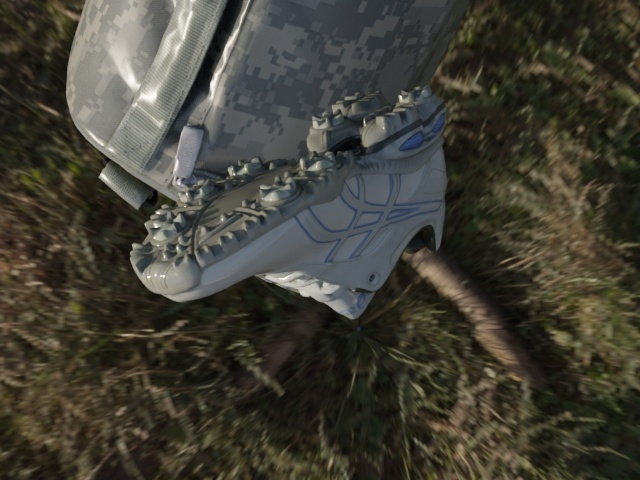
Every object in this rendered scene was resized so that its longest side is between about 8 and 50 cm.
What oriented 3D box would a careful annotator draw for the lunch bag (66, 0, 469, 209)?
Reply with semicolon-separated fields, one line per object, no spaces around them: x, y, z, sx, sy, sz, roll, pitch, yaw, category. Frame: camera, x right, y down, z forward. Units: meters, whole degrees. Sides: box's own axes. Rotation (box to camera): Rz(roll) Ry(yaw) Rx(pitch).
-0.016;-0.181;0.918;0.212;0.256;0.305;29;115;8;lunch bag

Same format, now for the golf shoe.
0.000;0.000;0.656;0.176;0.069;0.086;-30;114;-42;golf shoe
